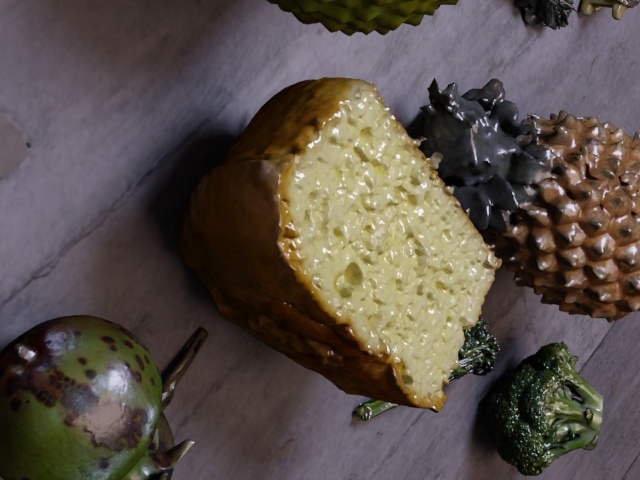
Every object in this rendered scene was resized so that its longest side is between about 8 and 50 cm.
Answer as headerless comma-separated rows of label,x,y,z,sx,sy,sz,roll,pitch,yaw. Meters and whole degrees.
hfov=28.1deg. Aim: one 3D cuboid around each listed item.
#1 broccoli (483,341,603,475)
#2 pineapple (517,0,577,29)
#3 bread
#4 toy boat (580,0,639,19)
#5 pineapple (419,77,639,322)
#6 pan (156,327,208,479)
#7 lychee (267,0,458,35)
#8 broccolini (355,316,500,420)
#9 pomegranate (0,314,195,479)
broccoli,0.266,0.201,1.533,0.146,0.138,0.162,84,16,-75
pineapple,0.238,-0.282,1.384,0.074,0.074,0.159,-65,149,-12
bread,0.000,0.000,1.099,0.340,0.179,0.194,48,63,-44
toy boat,0.359,-0.369,1.497,0.088,0.068,0.225,19,88,-46
pineapple,0.219,-0.054,1.347,0.357,0.223,0.222,22,85,-33
pan,-0.155,0.155,1.064,0.128,0.048,0.201,32,77,-50
lychee,0.027,-0.282,0.923,0.320,0.270,0.269,35,74,-29
broccolini,0.117,0.139,1.382,0.201,0.074,0.058,-27,139,-41
pomegranate,-0.171,0.135,0.948,0.169,0.148,0.148,38,71,-22
